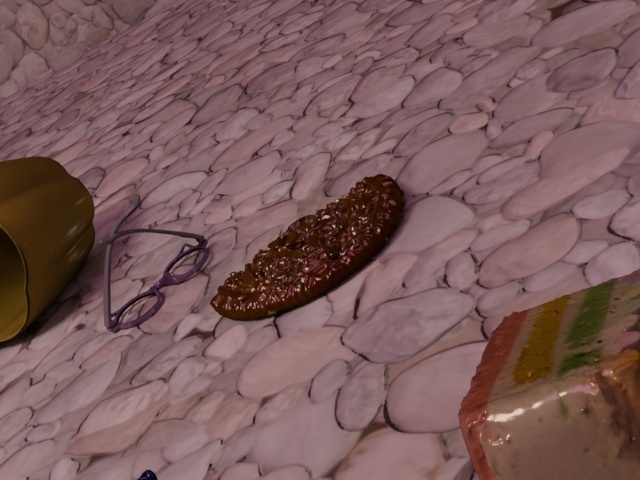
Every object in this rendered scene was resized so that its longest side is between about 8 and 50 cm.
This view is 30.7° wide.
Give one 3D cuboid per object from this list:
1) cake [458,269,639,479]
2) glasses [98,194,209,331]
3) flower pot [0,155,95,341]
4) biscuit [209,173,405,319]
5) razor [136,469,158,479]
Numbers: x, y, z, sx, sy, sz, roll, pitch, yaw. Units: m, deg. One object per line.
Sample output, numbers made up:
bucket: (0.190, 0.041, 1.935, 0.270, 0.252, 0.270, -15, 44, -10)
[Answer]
cake: (0.143, 0.070, 0.671, 0.109, 0.090, 0.225, -26, 23, 22)
glasses: (-0.183, 0.011, 1.151, 0.140, 0.103, 0.062, -47, 29, -25)
flower pot: (-0.351, -0.002, 1.302, 0.195, 0.195, 0.179, -16, 15, 32)
biscuit: (-0.001, 0.006, 1.040, 0.206, 0.025, 0.126, -38, 25, -15)
razor: (-0.138, 0.217, 0.782, 0.044, 0.028, 0.154, -23, 26, 29)
